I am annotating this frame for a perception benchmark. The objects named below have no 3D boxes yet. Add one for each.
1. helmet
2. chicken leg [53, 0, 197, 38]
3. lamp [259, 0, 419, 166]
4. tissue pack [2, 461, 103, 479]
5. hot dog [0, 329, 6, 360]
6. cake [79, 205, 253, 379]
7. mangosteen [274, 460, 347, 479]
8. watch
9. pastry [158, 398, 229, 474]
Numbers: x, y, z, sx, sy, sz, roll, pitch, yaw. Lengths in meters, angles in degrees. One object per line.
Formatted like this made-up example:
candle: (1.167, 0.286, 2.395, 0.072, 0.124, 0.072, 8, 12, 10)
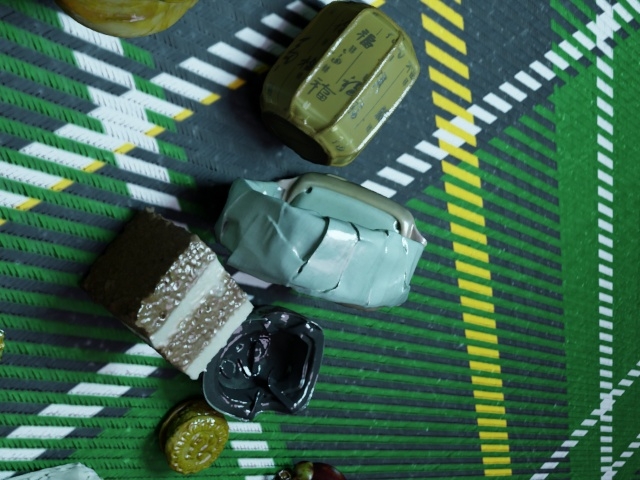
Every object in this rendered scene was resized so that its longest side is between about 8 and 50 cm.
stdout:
helmet: (-0.088, 0.152, 1.144, 0.176, 0.107, 0.153, 3, 111, -26)
chicken leg: (-0.122, -0.387, 0.817, 0.409, 0.182, 0.295, -37, 115, -32)
lamp: (0.023, -0.193, 1.047, 0.185, 0.161, 0.161, -55, 137, -12)
tissue pack: (-0.374, 0.476, 0.937, 0.297, 0.207, 0.381, 2, 108, -47)
hot dog: (-0.432, 0.121, 0.806, 0.269, 0.072, 0.115, 9, 102, -48)
cake: (-0.172, 0.062, 0.987, 0.135, 0.135, 0.147, -54, 132, -10)
mangosteen: (-0.022, 0.403, 1.327, 0.140, 0.140, 0.140, -21, 123, -37)
watch: (0.000, 0.000, 1.044, 0.241, 0.253, 0.162, -31, 142, -83)
pastry: (-0.171, 0.265, 1.151, 0.109, 0.057, 0.097, 10, 108, -44)
